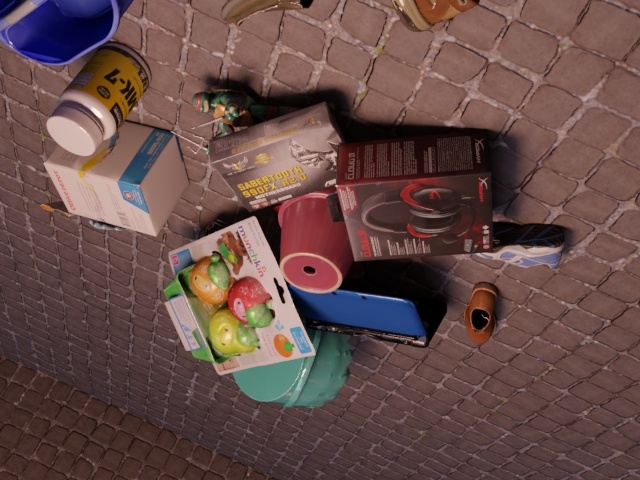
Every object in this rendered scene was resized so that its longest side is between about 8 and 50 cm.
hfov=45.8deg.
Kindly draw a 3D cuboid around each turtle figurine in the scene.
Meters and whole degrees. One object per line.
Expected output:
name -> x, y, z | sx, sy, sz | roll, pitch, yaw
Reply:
turtle figurine -> -0.158, -0.228, 1.416 | 0.234, 0.118, 0.175 | 11, 163, -8

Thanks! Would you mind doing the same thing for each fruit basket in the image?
fruit basket -> -0.198, 0.141, 1.701 | 0.353, 0.165, 0.327 | -18, 97, 49

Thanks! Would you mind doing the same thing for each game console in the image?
game console -> 0.109, 0.123, 1.675 | 0.293, 0.250, 0.173 | 7, 119, 24

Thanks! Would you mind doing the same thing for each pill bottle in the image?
pill bottle -> -0.421, -0.267, 1.441 | 0.119, 0.208, 0.119 | 17, 146, 12

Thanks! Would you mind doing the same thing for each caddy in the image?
caddy -> -0.458, -0.430, 1.270 | 0.341, 0.179, 0.241 | -12, 131, 42

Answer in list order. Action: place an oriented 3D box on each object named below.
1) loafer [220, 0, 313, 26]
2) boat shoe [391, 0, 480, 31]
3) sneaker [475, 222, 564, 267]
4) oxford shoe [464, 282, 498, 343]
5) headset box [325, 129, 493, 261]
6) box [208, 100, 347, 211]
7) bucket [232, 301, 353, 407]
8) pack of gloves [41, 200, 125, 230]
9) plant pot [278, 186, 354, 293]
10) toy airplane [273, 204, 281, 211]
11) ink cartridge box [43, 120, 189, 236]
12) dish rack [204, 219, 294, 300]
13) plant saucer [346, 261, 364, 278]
loafer -> -0.055, -0.381, 1.161 | 0.251, 0.094, 0.087 | -15, 126, 43
boat shoe -> 0.122, -0.422, 0.989 | 0.120, 0.122, 0.324 | -6, 144, 30
sneaker -> 0.362, 0.018, 1.461 | 0.211, 0.080, 0.081 | 6, 139, 28
oxford shoe -> 0.354, 0.182, 1.698 | 0.076, 0.076, 0.212 | 10, 146, 17
headset box -> 0.159, -0.073, 1.369 | 0.293, 0.110, 0.218 | -4, 140, 10
box -> -0.064, -0.150, 1.404 | 0.231, 0.056, 0.183 | -17, 149, 10
bucket -> -0.076, 0.278, 1.870 | 0.281, 0.281, 0.183 | -6, 168, 37
pack of gloves -> -0.512, -0.052, 1.804 | 0.195, 0.232, 0.046 | 20, 106, 17
plant pot -> 0.000, 0.000, 1.549 | 0.201, 0.180, 0.201 | 10, 141, 8
toy airplane -> -0.084, -0.094, 1.630 | 0.151, 0.028, 0.151 | 9, 142, 7
ink cartridge box -> -0.439, -0.147, 1.652 | 0.233, 0.168, 0.171 | 15, 145, 14
dish rack -> -0.147, 0.036, 1.815 | 0.272, 0.074, 0.208 | 24, 145, 4
plant saucer -> 0.065, 0.058, 1.758 | 0.083, 0.015, 0.083 | 16, 146, 11
